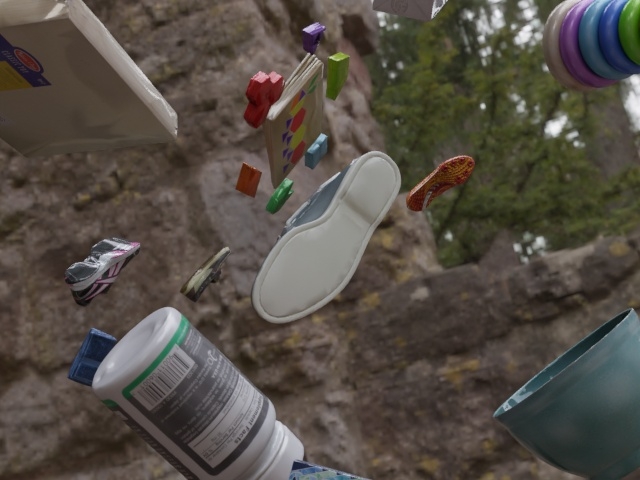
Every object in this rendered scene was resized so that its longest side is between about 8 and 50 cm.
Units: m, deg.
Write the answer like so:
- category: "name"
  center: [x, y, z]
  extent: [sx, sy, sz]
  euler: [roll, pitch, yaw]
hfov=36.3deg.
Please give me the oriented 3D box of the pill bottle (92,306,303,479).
- category: "pill bottle"
  center: [-0.210, 0.308, 1.730]
  extent: [0.204, 0.204, 0.361]
  euler: [-29, -68, 36]

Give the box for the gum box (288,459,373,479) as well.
- category: "gum box"
  center: [0.017, 0.400, 1.291]
  extent: [0.157, 0.184, 0.041]
  euler: [13, -9, 8]

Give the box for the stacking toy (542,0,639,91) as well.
- category: "stacking toy"
  center: [0.459, -0.286, 1.328]
  extent: [0.141, 0.141, 0.330]
  euler: [0, 2, -28]

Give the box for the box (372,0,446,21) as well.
- category: "box"
  center: [0.168, -0.450, 1.444]
  extent: [0.087, 0.290, 0.169]
  euler: [15, -55, 15]

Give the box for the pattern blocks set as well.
- category: "pattern blocks set"
  center: [-0.041, -0.179, 1.457]
  extent: [0.285, 0.026, 0.325]
  euler: [-50, -20, -35]

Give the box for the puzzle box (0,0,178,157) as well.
- category: "puzzle box"
  center: [-0.404, -0.232, 1.438]
  extent: [0.272, 0.052, 0.409]
  euler: [-4, -18, 10]

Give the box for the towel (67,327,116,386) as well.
- category: "towel"
  center: [-0.494, 0.255, 2.115]
  extent: [0.067, 0.119, 0.029]
  euler: [26, -1, -28]

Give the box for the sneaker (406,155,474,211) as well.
- category: "sneaker"
  center: [0.255, -0.130, 2.123]
  extent: [0.175, 0.064, 0.067]
  euler: [-34, 12, 5]

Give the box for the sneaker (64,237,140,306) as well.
- category: "sneaker"
  center: [-0.409, 0.059, 1.829]
  extent: [0.178, 0.072, 0.077]
  euler: [-38, -42, -44]

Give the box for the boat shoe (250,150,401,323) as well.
- category: "boat shoe"
  center: [0.000, 0.000, 1.437]
  extent: [0.116, 0.319, 0.099]
  euler: [45, -25, -15]

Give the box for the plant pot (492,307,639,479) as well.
- category: "plant pot"
  center: [0.459, 0.277, 1.605]
  extent: [0.293, 0.196, 0.293]
  euler: [-37, -9, -7]

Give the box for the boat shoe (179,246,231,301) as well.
- category: "boat shoe"
  center: [-0.244, 0.075, 2.135]
  extent: [0.152, 0.049, 0.056]
  euler: [-47, 10, -27]
